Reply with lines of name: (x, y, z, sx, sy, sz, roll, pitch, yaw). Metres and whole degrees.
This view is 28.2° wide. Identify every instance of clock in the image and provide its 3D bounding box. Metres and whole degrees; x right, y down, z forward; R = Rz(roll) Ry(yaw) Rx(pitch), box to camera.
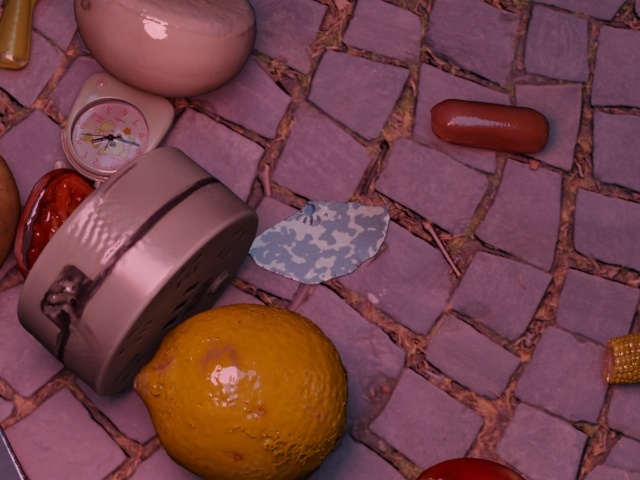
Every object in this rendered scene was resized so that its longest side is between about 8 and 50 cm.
clock: (-0.323, -0.154, 1.963, 0.151, 0.062, 0.191, 25, 72, 2)

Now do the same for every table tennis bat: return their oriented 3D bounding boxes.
table tennis bat: (-0.466, -0.443, 2.035, 0.224, 0.054, 0.369, 6, 76, -3)

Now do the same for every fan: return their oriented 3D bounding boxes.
fan: (0.000, 0.000, 1.973, 0.240, 0.009, 0.131, -15, 75, -10)

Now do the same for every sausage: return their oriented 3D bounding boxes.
sausage: (0.269, -0.182, 2.025, 0.194, 0.077, 0.077, 6, 72, -3)

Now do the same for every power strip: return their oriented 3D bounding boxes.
power strip: (-0.252, 0.048, 1.753, 0.161, 0.357, 0.357, 40, 73, 9)

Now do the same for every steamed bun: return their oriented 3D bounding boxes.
steamed bun: (-0.243, -0.321, 1.944, 0.282, 0.177, 0.283, 18, 34, -12)

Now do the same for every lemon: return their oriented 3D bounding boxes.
lemon: (-0.106, 0.212, 1.758, 0.310, 0.258, 0.258, 13, 70, -26)

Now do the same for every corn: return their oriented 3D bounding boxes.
corn: (0.549, 0.171, 1.935, 0.248, 0.081, 0.081, -5, 73, -7)

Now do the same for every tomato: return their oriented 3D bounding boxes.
tomato: (-0.396, -0.011, 1.880, 0.082, 0.166, 0.174, 13, 62, 41)

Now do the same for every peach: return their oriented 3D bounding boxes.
peach: (0.215, 0.396, 1.775, 0.192, 0.190, 0.190, 15, 71, -16)

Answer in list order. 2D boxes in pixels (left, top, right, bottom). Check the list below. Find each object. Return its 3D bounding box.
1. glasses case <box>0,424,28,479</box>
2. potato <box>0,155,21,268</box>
glasses case: (-0.463, 0.330, 1.807, 0.105, 0.056, 0.266, -32, 77, 10)
potato: (-0.545, -0.027, 1.843, 0.229, 0.229, 0.266, 20, 56, 1)
